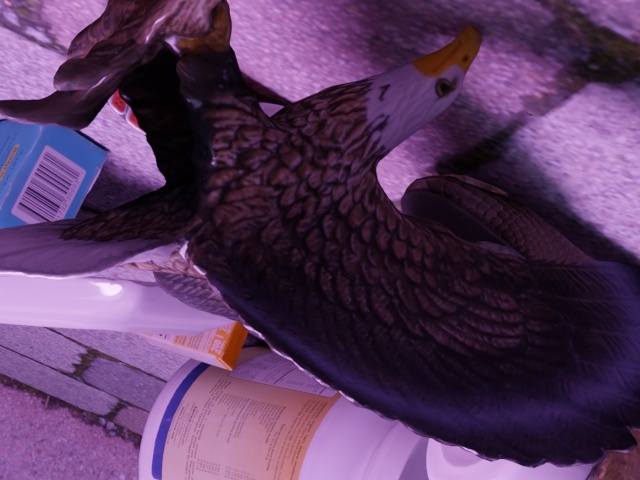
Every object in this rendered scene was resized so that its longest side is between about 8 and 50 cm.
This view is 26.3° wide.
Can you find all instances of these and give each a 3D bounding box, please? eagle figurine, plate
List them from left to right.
[{"bbox_3d":[-0.221,0.051,1.150,0.277,0.045,0.278,4,176,18],"label":"plate"},{"bbox_3d":[0.009,-0.006,0.650,0.225,0.226,0.298,-26,116,32],"label":"eagle figurine"}]

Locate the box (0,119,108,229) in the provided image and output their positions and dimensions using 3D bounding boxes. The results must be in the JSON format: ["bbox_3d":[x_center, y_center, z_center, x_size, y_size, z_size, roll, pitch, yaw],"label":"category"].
[{"bbox_3d":[-0.269,-0.036,1.081,0.060,0.100,0.244,36,158,-33],"label":"box"}]

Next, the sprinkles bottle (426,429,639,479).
[{"bbox_3d":[0.237,0.203,0.920,0.355,0.121,0.121,35,159,-21],"label":"sprinkles bottle"}]

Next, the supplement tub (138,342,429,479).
[{"bbox_3d":[0.004,0.229,1.313,0.316,0.228,0.228,7,157,42],"label":"supplement tub"}]

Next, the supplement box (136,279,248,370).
[{"bbox_3d":[-0.119,0.077,1.297,0.098,0.062,0.036,14,162,23],"label":"supplement box"}]

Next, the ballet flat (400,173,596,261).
[{"bbox_3d":[0.155,0.026,0.830,0.250,0.058,0.084,33,163,-16],"label":"ballet flat"}]

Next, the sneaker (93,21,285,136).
[{"bbox_3d":[-0.079,-0.074,0.803,0.158,0.061,0.065,32,167,-25],"label":"sneaker"}]
